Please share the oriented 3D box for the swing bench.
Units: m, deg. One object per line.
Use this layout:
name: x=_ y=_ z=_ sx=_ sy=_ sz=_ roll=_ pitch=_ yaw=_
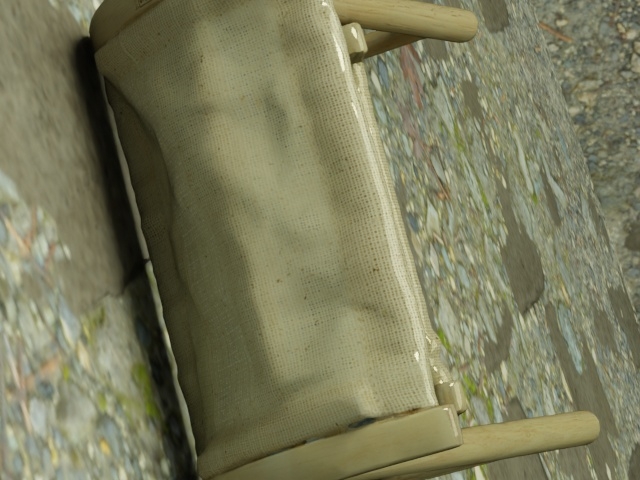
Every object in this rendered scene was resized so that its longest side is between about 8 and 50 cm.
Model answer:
swing bench: x=0.000 y=0.000 z=0.992 sx=0.254 sy=0.165 sz=0.253 roll=14 pitch=60 yaw=-67
